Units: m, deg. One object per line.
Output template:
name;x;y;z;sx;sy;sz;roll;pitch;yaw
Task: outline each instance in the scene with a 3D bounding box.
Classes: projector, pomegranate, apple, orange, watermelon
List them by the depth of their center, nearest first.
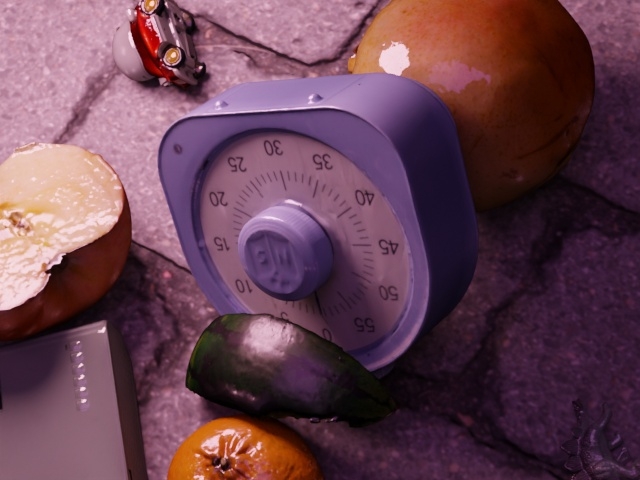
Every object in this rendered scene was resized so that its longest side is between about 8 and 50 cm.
orange;-0.088;0.293;1.637;0.193;0.161;0.193;-4;71;11
watermelon;-0.055;0.160;1.663;0.301;0.129;0.123;9;74;34
pomegranate;0.175;-0.191;1.732;0.319;0.319;0.319;-4;66;9
projector;-0.329;0.243;1.738;0.198;0.108;0.250;-15;66;4
apple;-0.373;0.028;1.797;0.293;0.163;0.251;-35;52;-21

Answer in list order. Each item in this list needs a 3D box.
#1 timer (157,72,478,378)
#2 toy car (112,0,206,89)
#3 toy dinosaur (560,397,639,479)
timer;0.000;0.000;1.647;0.395;0.395;0.173;28;38;21
toy car;-0.235;-0.267;1.952;0.112;0.112;0.139;-24;73;17
toy dinosaur;0.333;0.272;1.627;0.082;0.039;0.209;-27;53;2
